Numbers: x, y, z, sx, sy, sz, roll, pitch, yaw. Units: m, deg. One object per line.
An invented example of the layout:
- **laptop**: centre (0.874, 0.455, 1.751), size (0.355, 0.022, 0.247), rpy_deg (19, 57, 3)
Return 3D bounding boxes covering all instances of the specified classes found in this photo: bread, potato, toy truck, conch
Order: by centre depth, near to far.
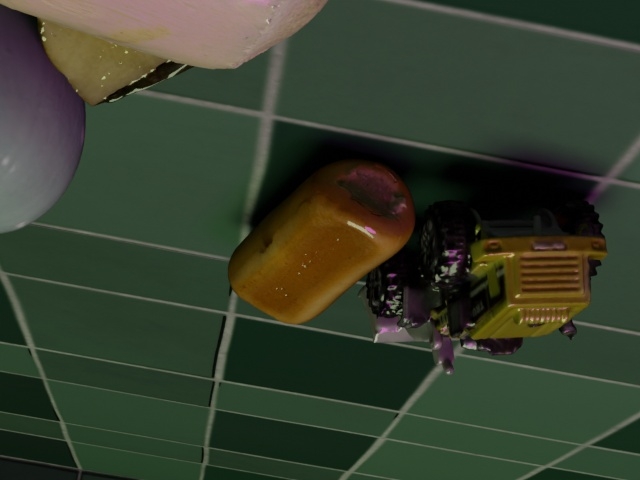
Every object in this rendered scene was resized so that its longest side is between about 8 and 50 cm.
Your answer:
- **potato**: centre (-0.112, -0.139, 0.668), size (0.096, 0.066, 0.103), rpy_deg (-25, 142, 5)
- **conch**: centre (-0.210, -0.099, 0.712), size (0.185, 0.121, 0.221), rpy_deg (50, 169, 6)
- **toy truck**: centre (0.117, 0.042, 0.957), size (0.136, 0.111, 0.286), rpy_deg (0, 165, -15)
- **bread**: centre (0.000, 0.000, 0.970), size (0.092, 0.074, 0.239), rpy_deg (33, 154, -8)

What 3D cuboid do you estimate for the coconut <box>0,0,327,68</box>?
- **coconut**: centre (-0.076, -0.156, 0.474), size (0.183, 0.171, 0.171), rpy_deg (17, 158, -28)
